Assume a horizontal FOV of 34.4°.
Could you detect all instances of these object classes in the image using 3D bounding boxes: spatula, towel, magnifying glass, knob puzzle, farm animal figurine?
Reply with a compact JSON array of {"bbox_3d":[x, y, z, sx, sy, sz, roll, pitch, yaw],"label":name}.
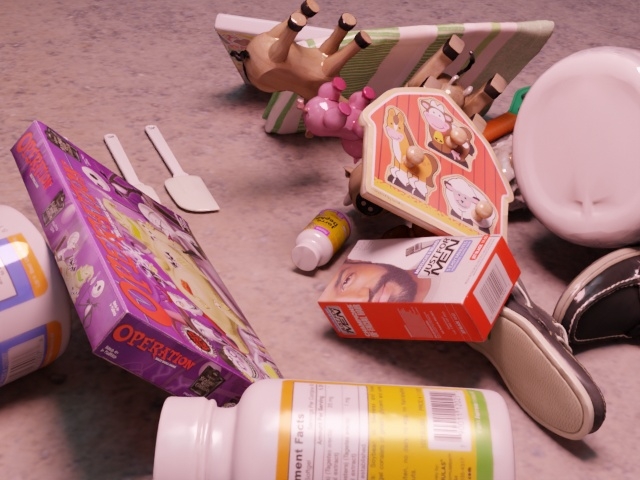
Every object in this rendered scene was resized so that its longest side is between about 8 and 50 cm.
[{"bbox_3d":[-0.239,-0.087,1.262,0.168,0.019,0.242,-11,34,-21],"label":"spatula"},{"bbox_3d":[0.103,-0.206,1.331,0.325,0.248,0.038,-6,73,-15],"label":"towel"},{"bbox_3d":[0.285,-0.176,1.466,0.092,0.026,0.231,28,37,33],"label":"magnifying glass"},{"bbox_3d":[0.124,-0.088,1.038,0.213,0.030,0.213,21,49,-25],"label":"knob puzzle"},{"bbox_3d":[0.078,-0.120,1.175,0.330,0.172,0.327,52,43,4],"label":"farm animal figurine"}]

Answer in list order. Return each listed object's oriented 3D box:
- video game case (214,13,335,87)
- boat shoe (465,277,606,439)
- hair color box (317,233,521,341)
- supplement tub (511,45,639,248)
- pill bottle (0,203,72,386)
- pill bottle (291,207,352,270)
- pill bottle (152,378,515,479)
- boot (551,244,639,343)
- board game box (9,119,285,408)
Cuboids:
[{"bbox_3d":[-0.013,-0.240,1.408,0.227,0.026,0.206,11,-12,10],"label":"video game case"},{"bbox_3d":[0.197,0.092,0.952,0.079,0.084,0.233,-9,30,-19],"label":"boat shoe"},{"bbox_3d":[0.090,0.044,0.968,0.167,0.053,0.093,-4,39,42],"label":"hair color box"},{"bbox_3d":[0.387,-0.102,1.139,0.338,0.207,0.207,-5,29,-43],"label":"supplement tub"},{"bbox_3d":[-0.357,0.079,0.846,0.272,0.152,0.152,-24,41,-38],"label":"pill bottle"},{"bbox_3d":[0.000,0.000,1.120,0.043,0.043,0.083,15,33,18],"label":"pill bottle"},{"bbox_3d":[0.008,0.171,0.751,0.246,0.136,0.136,3,31,-1],"label":"pill bottle"},{"bbox_3d":[0.361,0.080,0.992,0.236,0.085,0.178,-15,39,-26],"label":"boot"},{"bbox_3d":[-0.157,0.028,0.934,0.208,0.056,0.347,31,12,-38],"label":"board game box"}]
